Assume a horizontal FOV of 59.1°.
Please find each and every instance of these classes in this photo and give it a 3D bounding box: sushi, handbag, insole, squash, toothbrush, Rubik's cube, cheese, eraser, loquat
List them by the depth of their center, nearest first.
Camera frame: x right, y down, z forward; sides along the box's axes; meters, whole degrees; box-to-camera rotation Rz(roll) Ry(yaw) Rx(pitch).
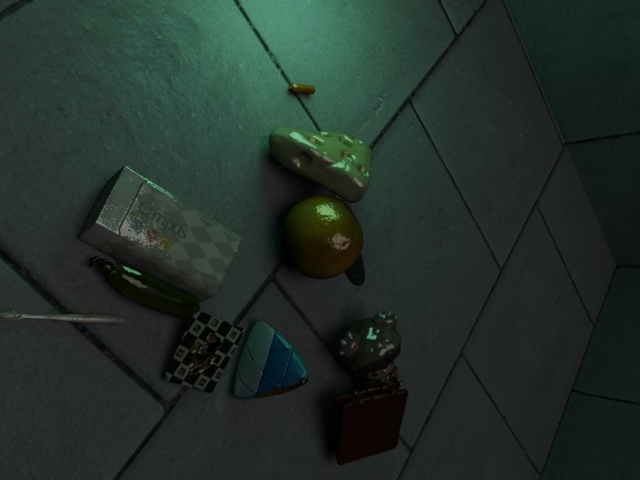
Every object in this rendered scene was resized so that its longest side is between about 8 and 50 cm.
[{"bbox_3d":[-0.619,0.188,1.371,0.307,0.029,0.025,10,74,-42],"label":"toothbrush"},{"bbox_3d":[-0.455,0.129,1.487,0.331,0.087,0.087,35,66,-36],"label":"squash"},{"bbox_3d":[-0.417,-0.006,1.526,0.397,0.082,0.213,36,64,-35],"label":"eraser"},{"bbox_3d":[-0.337,0.313,1.607,0.192,0.040,0.210,32,81,-42],"label":"sushi"},{"bbox_3d":[-0.130,0.356,1.739,0.254,0.254,0.255,2,87,-42],"label":"Rubik's cube"},{"bbox_3d":[0.000,0.000,1.800,0.274,0.274,0.275,2,87,-42],"label":"loquat"},{"bbox_3d":[0.015,-0.295,1.877,0.351,0.130,0.328,29,32,-3],"label":"cheese"},{"bbox_3d":[0.162,0.617,1.919,0.260,0.084,0.276,-8,119,-22],"label":"handbag"},{"bbox_3d":[0.103,0.019,2.045,0.110,0.012,0.310,-22,103,-39],"label":"insole"}]

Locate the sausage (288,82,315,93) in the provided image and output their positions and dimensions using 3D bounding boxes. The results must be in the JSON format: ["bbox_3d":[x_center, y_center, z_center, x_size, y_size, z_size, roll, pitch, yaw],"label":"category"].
[{"bbox_3d":[-0.066,-0.511,1.900,0.107,0.031,0.031,-8,93,-41],"label":"sausage"}]

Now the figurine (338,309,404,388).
[{"bbox_3d":[0.190,0.422,1.996,0.248,0.203,0.381,-28,126,-15],"label":"figurine"}]
